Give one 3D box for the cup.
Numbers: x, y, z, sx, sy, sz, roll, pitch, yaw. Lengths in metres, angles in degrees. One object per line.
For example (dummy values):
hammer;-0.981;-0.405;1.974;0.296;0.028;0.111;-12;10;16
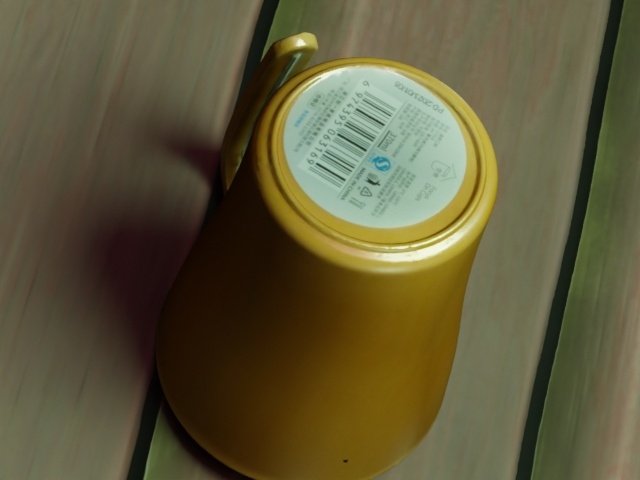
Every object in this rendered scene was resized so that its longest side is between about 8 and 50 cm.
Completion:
cup;0.000;0.000;1.123;0.182;0.264;0.226;-13;64;-19
